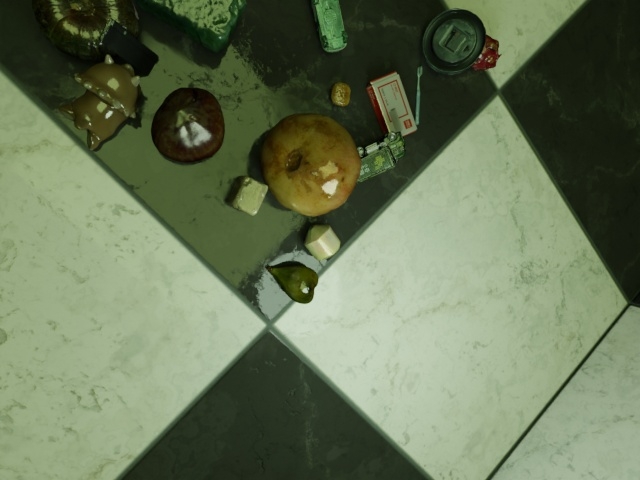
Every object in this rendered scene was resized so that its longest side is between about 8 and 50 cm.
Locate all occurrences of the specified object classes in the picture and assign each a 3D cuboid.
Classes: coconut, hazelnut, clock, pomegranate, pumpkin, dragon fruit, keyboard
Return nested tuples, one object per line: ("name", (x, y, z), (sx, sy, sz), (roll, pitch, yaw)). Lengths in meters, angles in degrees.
("coconut", (0.000, 0.000, 1.470), (0.116, 0.116, 0.122), (-36, 104, -12))
("hazelnut", (-0.395, -0.346, 1.244), (0.218, 0.218, 0.234), (34, 83, -19))
("clock", (0.496, -0.739, 1.526), (0.225, 0.049, 0.226), (2, 97, 14))
("pomegranate", (-0.027, -0.243, 1.340), (0.337, 0.338, 0.339), (-2, 97, -18))
("pumpkin", (-0.651, -0.631, 1.131), (0.260, 0.189, 0.261), (-2, 98, -17))
("dragon fruit", (0.618, -0.737, 1.584), (0.165, 0.136, 0.133), (21, 99, 0))
("keyboard", (-0.543, -0.547, 1.165), (0.023, 0.231, 0.072), (31, 95, 5))

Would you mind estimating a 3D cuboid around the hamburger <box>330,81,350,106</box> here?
("hamburger", (0.073, -0.524, 1.466), (0.076, 0.044, 0.083), (2, 98, -18))

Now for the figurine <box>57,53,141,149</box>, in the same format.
("figurine", (-0.626, -0.406, 1.175), (0.247, 0.173, 0.177), (-38, 107, -12))

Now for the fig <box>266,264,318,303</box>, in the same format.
("fig", (-0.097, 0.149, 1.448), (0.184, 0.126, 0.133), (17, 104, -23))

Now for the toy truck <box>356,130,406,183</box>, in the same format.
("toy truck", (0.185, -0.299, 1.484), (0.259, 0.088, 0.121), (-25, 104, -2))

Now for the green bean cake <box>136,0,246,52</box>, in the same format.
("green bean cake", (-0.367, -0.768, 1.208), (0.307, 0.169, 0.300), (26, 97, -17))

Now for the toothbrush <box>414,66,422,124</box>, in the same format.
("toothbrush", (0.379, -0.559, 1.578), (0.016, 0.019, 0.220), (0, 96, -24))

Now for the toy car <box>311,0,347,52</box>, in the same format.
("toy car", (0.023, -0.766, 1.404), (0.090, 0.076, 0.224), (-21, 111, -17))

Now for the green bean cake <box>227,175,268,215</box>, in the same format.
("green bean cake", (-0.241, -0.149, 1.333), (0.085, 0.179, 0.109), (25, 91, -21))

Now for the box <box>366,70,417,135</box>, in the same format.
("box", (0.267, -0.499, 1.531), (0.122, 0.050, 0.230), (-26, 104, -14))
